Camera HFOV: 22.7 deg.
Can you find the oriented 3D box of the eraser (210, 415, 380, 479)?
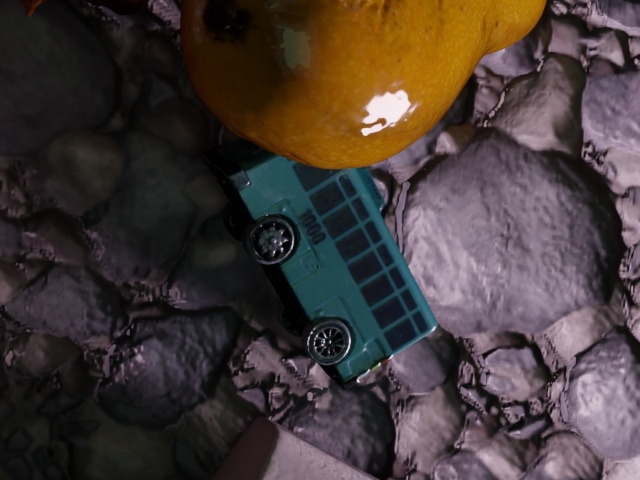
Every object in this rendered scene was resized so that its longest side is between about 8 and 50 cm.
[{"bbox_3d":[0.032,0.252,1.036,0.270,0.095,0.174,31,88,-20],"label":"eraser"}]

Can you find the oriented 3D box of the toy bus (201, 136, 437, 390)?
[{"bbox_3d":[0.000,0.000,0.982,0.092,0.079,0.160,-32,109,-8],"label":"toy bus"}]

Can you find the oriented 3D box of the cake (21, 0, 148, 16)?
[{"bbox_3d":[-0.120,-0.266,0.840,0.199,0.196,0.293,28,97,-18],"label":"cake"}]

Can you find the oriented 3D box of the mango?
[{"bbox_3d":[0.026,-0.139,0.906,0.295,0.120,0.177,-33,109,-54],"label":"mango"}]
